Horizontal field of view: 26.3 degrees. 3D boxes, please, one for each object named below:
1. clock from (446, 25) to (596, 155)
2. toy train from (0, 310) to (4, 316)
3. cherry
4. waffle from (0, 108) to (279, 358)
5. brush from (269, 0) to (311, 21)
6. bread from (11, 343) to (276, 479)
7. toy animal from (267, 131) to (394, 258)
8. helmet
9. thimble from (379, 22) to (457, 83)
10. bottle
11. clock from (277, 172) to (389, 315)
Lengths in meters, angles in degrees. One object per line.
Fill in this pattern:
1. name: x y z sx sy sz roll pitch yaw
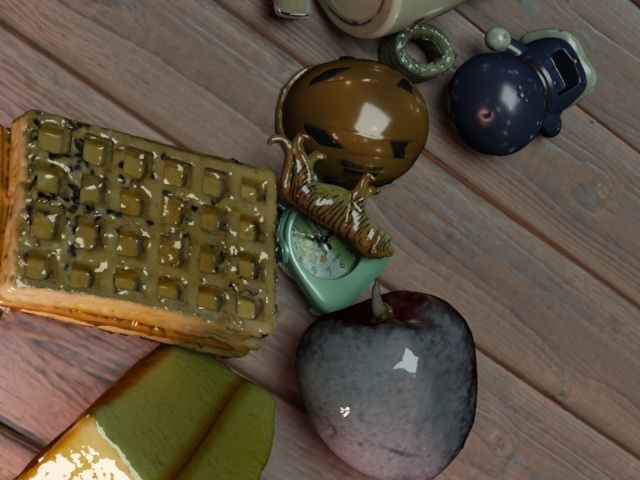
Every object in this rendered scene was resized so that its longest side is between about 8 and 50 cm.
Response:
1. clock: 0.297 -0.229 2.080 0.243 0.146 0.200 -32 102 -34
2. toy train: -0.414 0.050 1.718 0.044 0.064 0.103 3 83 -35
3. cherry: 0.095 0.188 1.868 0.255 0.218 0.296 -22 104 -37
4. waffle: -0.235 0.000 1.748 0.376 0.114 0.261 13 65 -31
5. brush: -0.058 -0.466 1.988 0.060 0.050 0.321 2 74 -24
6. bread: -0.216 0.293 1.729 0.233 0.245 0.362 48 21 -2
7. toy animal: 0.018 -0.062 1.884 0.241 0.057 0.099 32 76 -21
8. helmet: 0.061 -0.175 1.957 0.224 0.130 0.198 13 74 -24
9. thimble: 0.147 -0.280 2.052 0.110 0.062 0.084 14 79 -24
10. bottle: 0.176 -0.442 2.006 0.351 0.229 0.229 -23 93 -31
11. clock: 0.000 0.000 1.937 0.148 0.060 0.188 -42 101 -25
